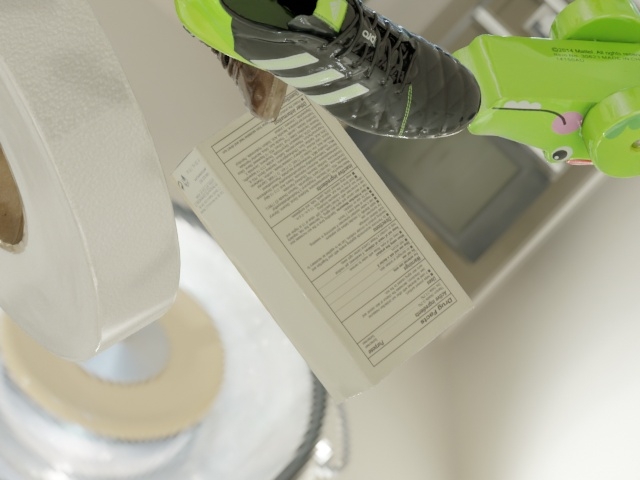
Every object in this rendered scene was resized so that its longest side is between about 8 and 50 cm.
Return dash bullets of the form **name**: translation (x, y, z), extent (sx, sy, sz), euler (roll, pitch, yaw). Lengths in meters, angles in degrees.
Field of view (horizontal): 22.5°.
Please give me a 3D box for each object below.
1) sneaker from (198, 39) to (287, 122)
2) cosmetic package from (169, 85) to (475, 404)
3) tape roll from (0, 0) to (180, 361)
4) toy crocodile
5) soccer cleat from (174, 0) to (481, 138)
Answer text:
- **sneaker**: translation (-0.070, -0.163, 1.273), extent (0.071, 0.066, 0.188), euler (5, -137, -16)
- **cosmetic package**: translation (0.000, 0.000, 1.712), extent (0.309, 0.160, 0.113), euler (55, 154, 0)
- **tape roll**: translation (-0.235, -0.098, 1.126), extent (0.392, 0.072, 0.392), euler (45, 153, 30)
- **toy crocodile**: translation (0.247, -0.093, 1.089), extent (0.341, 0.105, 0.115), euler (-3, -130, -20)
- **soccer cleat**: translation (0.008, -0.103, 0.847), extent (0.179, 0.060, 0.072), euler (22, 161, -12)
